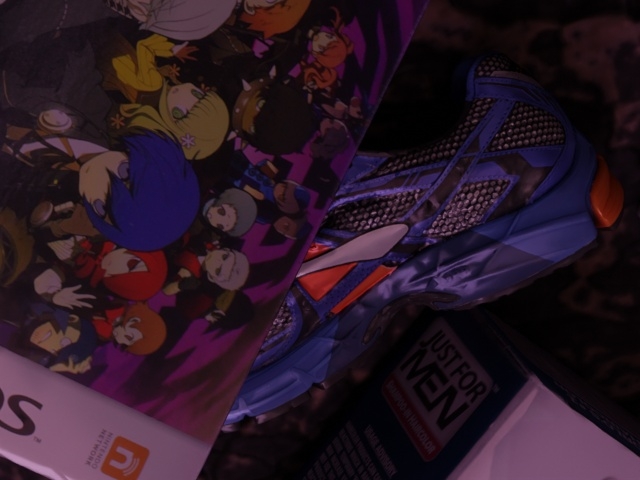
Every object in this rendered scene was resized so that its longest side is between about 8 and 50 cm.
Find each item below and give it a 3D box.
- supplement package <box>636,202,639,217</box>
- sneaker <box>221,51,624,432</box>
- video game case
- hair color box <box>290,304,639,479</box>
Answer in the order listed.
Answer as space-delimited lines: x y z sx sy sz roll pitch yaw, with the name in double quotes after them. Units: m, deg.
0.225 -0.083 0.571 0.139 0.134 0.244 8 114 -12 "supplement package"
0.000 0.000 0.619 0.221 0.083 0.087 -28 102 -1 "sneaker"
-0.093 -0.051 0.537 0.210 0.042 0.232 28 84 -14 "video game case"
0.022 0.211 0.675 0.174 0.105 0.347 36 98 -22 "hair color box"
